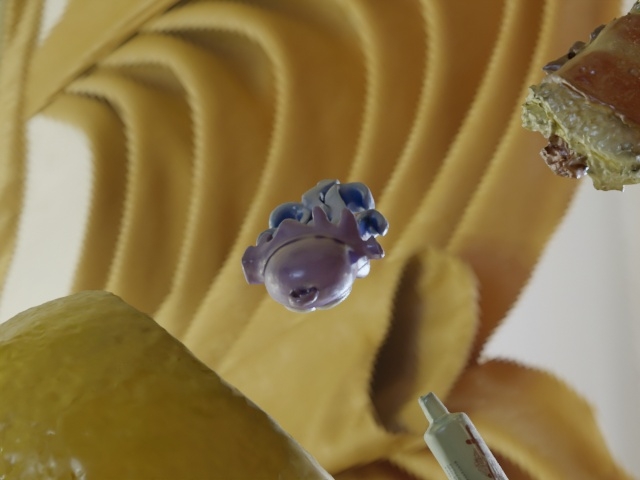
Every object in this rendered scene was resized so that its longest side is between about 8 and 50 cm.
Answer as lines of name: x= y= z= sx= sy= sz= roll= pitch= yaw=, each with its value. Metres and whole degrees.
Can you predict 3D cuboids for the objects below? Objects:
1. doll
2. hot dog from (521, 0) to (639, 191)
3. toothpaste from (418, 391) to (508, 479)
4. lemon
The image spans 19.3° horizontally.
doll: x=0.000 y=0.000 z=1.429 sx=0.206 sy=0.110 sz=0.067 roll=-72 pitch=-32 yaw=-61
hot dog: x=0.277 y=-0.130 z=1.633 sx=0.146 sy=0.213 sz=0.103 roll=47 pitch=165 yaw=30
toothpaste: x=0.141 y=0.214 z=1.414 sx=0.060 sy=0.038 sz=0.233 roll=-16 pitch=-109 yaw=-56
lemon: x=-0.106 y=0.158 z=0.869 sx=0.240 sy=0.240 sz=0.219 roll=46 pitch=-103 yaw=-17
